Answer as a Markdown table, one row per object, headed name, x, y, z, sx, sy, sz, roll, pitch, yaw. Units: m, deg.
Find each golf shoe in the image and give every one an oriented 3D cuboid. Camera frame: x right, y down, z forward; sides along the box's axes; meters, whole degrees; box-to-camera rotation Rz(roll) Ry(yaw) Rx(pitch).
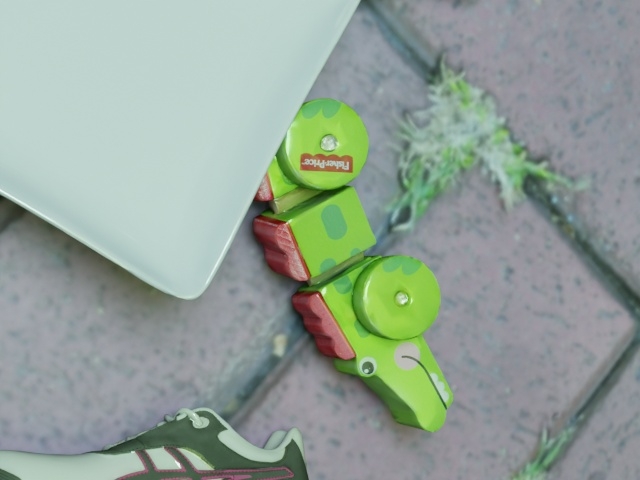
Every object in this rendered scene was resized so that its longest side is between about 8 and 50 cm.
| name | x | y | z | sx | sy | sz | roll | pitch | yaw |
| --- | --- | --- | --- | --- | --- | --- | --- | --- | --- |
| golf shoe | -0.133 | 0.178 | 0.943 | 0.273 | 0.105 | 0.120 | 17 | 71 | -28 |

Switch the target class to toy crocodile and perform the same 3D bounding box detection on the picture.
| name | x | y | z | sx | sy | sz | roll | pitch | yaw |
| --- | --- | --- | --- | --- | --- | --- | --- | --- | --- |
| toy crocodile | 0.000 | 0.000 | 0.964 | 0.105 | 0.115 | 0.340 | -30 | 102 | -17 |

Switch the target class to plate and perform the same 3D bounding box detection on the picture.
| name | x | y | z | sx | sy | sz | roll | pitch | yaw |
| --- | --- | --- | --- | --- | --- | --- | --- | --- | --- |
| plate | -0.142 | -0.139 | 0.853 | 0.277 | 0.045 | 0.278 | 31 | 73 | -16 |
